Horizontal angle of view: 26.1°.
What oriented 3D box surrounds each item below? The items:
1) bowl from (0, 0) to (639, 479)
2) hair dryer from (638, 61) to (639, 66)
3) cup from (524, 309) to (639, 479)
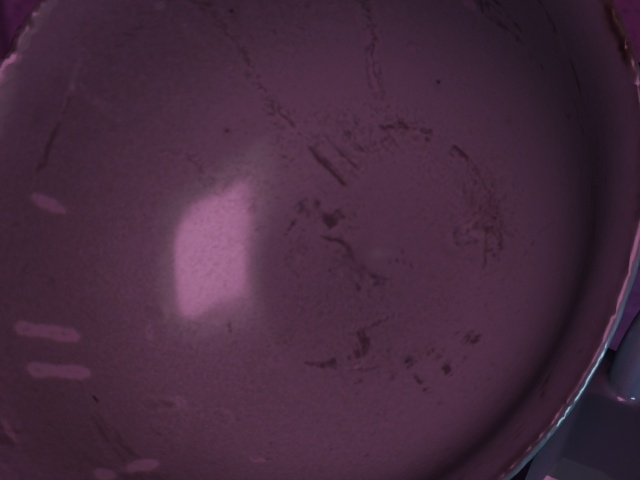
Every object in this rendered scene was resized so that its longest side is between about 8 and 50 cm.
[{"bbox_3d":[0.000,0.000,0.834,0.434,0.196,0.435,-8,70,23],"label":"bowl"},{"bbox_3d":[0.210,0.012,1.002,0.312,0.123,0.341,1,71,-9],"label":"hair dryer"},{"bbox_3d":[0.241,0.181,0.753,0.274,0.357,0.259,23,28,11],"label":"cup"}]
